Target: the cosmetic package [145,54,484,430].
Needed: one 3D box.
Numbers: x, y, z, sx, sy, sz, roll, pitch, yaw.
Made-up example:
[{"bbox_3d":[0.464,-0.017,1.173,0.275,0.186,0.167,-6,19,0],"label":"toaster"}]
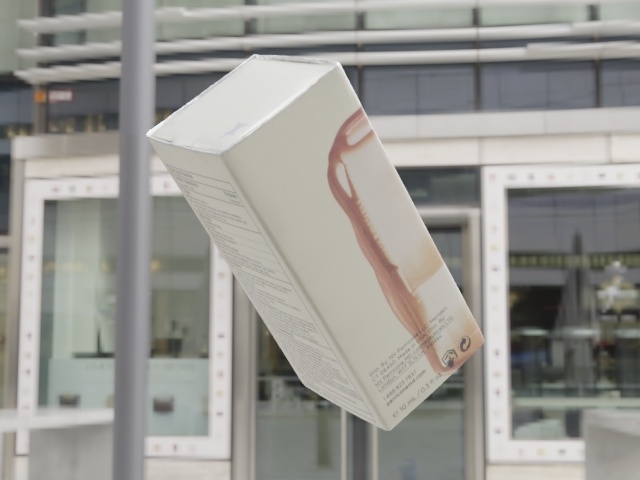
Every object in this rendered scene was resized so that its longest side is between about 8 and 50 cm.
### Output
[{"bbox_3d":[0.000,0.000,0.962,0.129,0.296,0.153,-40,30,-18],"label":"cosmetic package"}]
